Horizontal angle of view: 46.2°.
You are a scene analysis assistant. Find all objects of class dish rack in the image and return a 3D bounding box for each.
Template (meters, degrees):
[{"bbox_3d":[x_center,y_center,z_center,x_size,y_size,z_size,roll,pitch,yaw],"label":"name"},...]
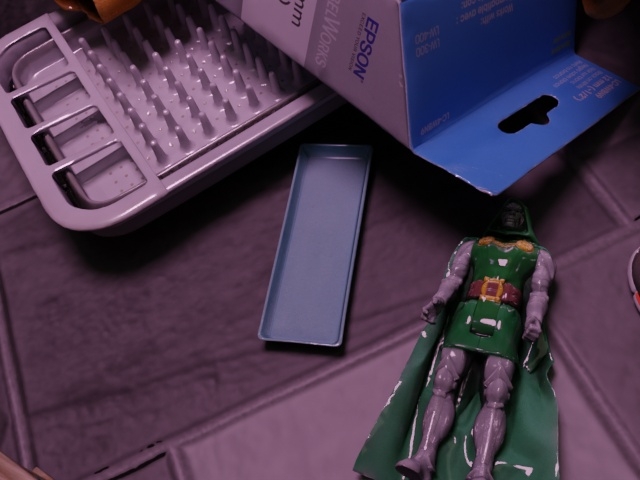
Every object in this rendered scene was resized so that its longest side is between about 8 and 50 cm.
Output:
[{"bbox_3d":[-0.131,-0.157,0.715,0.333,0.072,0.285,-33,57,-9],"label":"dish rack"}]

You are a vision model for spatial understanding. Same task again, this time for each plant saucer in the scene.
[{"bbox_3d":[0.000,0.000,0.623,0.067,0.018,0.192,3,59,13],"label":"plant saucer"}]

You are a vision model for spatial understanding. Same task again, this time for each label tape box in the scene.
[{"bbox_3d":[0.085,-0.215,0.615,0.347,0.115,0.249,40,51,23],"label":"label tape box"}]

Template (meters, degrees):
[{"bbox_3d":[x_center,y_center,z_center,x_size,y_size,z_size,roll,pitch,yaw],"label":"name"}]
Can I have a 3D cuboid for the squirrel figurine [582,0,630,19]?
[{"bbox_3d":[0.193,-0.353,0.533,0.397,0.281,0.370,9,79,25],"label":"squirrel figurine"}]

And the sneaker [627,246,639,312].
[{"bbox_3d":[0.270,0.055,0.504,0.061,0.065,0.158,-24,57,-4],"label":"sneaker"}]

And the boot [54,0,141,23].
[{"bbox_3d":[-0.206,-0.328,0.742,0.211,0.104,0.295,-35,51,-13],"label":"boot"}]

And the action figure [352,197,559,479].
[{"bbox_3d":[0.117,0.066,0.536,0.137,0.063,0.232,9,57,20],"label":"action figure"}]

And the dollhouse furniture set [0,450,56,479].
[{"bbox_3d":[-0.227,0.205,0.443,0.101,0.182,0.161,25,66,24],"label":"dollhouse furniture set"}]
